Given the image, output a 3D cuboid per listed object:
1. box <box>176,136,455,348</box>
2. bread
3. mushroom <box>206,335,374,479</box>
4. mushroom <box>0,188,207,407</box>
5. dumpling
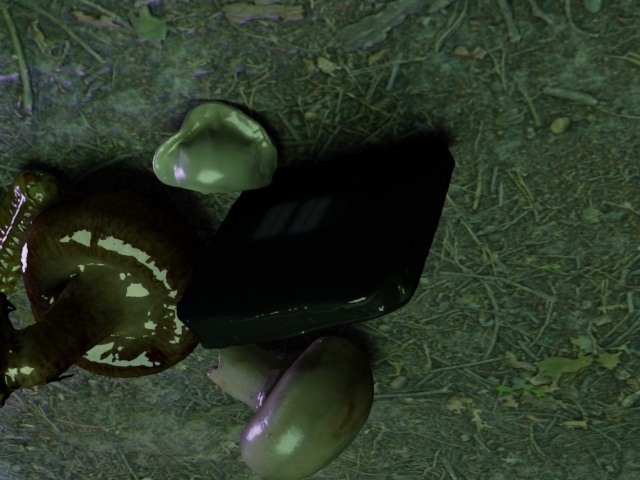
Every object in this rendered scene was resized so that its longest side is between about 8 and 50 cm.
[{"bbox_3d":[0.000,0.000,1.673,0.350,0.359,0.091,-11,125,30],"label":"box"},{"bbox_3d":[-0.517,-0.009,2.047,0.084,0.077,0.367,24,143,-15],"label":"bread"},{"bbox_3d":[-0.060,0.269,2.163,0.290,0.292,0.292,38,146,15],"label":"mushroom"},{"bbox_3d":[-0.343,0.085,1.895,0.334,0.356,0.331,4,106,9],"label":"mushroom"},{"bbox_3d":[-0.157,-0.136,1.761,0.169,0.100,0.134,9,115,20],"label":"dumpling"}]
